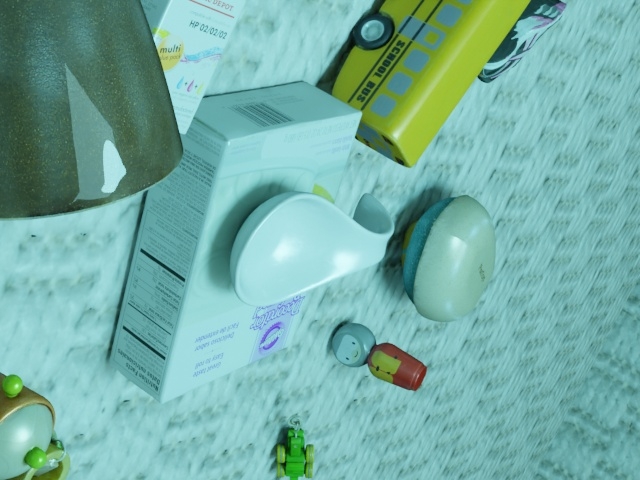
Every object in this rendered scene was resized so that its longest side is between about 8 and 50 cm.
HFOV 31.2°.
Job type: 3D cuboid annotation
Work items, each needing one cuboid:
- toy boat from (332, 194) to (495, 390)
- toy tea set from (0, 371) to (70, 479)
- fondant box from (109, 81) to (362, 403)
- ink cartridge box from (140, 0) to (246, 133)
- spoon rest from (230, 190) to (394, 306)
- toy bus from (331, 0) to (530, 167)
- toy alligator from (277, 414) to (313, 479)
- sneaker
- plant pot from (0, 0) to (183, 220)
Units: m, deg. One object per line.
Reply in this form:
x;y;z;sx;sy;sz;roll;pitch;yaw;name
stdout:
0.149;0.072;1.753;0.318;0.148;0.267;-58;158;-17;toy boat
-0.324;0.267;1.170;0.200;0.124;0.336;-48;151;-18;toy tea set
-0.096;-0.003;1.302;0.238;0.096;0.330;-19;135;-51;fondant box
-0.139;-0.199;1.068;0.104;0.061;0.181;6;113;-60;ink cartridge box
0.000;0.000;1.270;0.276;0.084;0.137;-15;130;-54;spoon rest
0.145;-0.263;1.391;0.332;0.130;0.108;-55;152;-7;toy bus
-0.039;0.316;1.770;0.051;0.056;0.189;-91;-177;-49;toy alligator
0.280;-0.295;1.664;0.178;0.072;0.077;-37;159;-20;sneaker
-0.220;-0.164;0.854;0.215;0.215;0.230;-29;126;-43;plant pot
